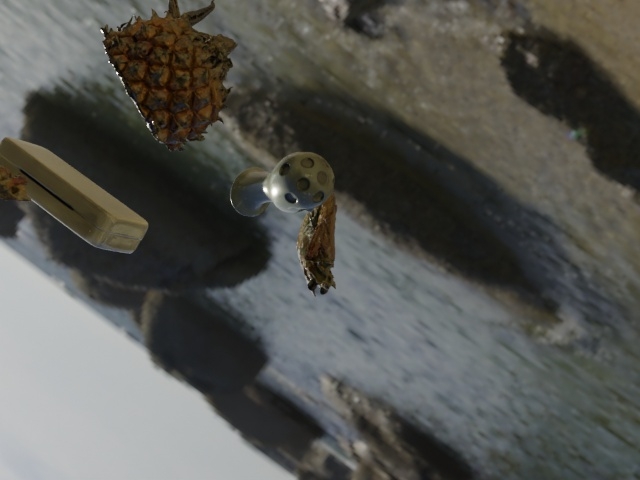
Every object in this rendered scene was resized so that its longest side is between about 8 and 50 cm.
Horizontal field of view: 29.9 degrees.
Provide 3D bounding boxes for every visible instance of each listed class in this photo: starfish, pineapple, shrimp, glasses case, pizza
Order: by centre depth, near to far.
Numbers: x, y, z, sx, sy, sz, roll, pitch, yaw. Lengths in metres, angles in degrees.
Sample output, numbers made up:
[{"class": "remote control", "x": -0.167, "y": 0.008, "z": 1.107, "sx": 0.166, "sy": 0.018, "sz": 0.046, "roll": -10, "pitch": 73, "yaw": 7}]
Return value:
[{"class": "pineapple", "x": -0.161, "y": -0.208, "z": 1.445, "sx": 0.176, "sy": 0.137, "sz": 0.161, "roll": 64, "pitch": -173, "yaw": 26}, {"class": "shrimp", "x": -0.002, "y": -0.001, "z": 1.739, "sx": 0.051, "sy": 0.115, "sz": 0.217, "roll": 10, "pitch": -146, "yaw": -9}, {"class": "pizza", "x": -0.527, "y": -0.102, "z": 1.873, "sx": 0.199, "sy": 0.062, "sz": 0.188, "roll": 16, "pitch": -174, "yaw": 22}, {"class": "starfish", "x": -0.214, "y": -0.346, "z": 1.874, "sx": 0.041, "sy": 0.133, "sz": 0.130, "roll": -19, "pitch": 109, "yaw": 38}, {"class": "glasses case", "x": -0.469, "y": -0.085, "z": 2.224, "sx": 0.313, "sy": 0.070, "sz": 0.131, "roll": 34, "pitch": -172, "yaw": 25}]

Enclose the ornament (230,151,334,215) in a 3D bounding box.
[{"class": "ornament", "x": -0.042, "y": -0.067, "z": 1.490, "sx": 0.156, "sy": 0.075, "sz": 0.081, "roll": -8, "pitch": 120, "yaw": 52}]
